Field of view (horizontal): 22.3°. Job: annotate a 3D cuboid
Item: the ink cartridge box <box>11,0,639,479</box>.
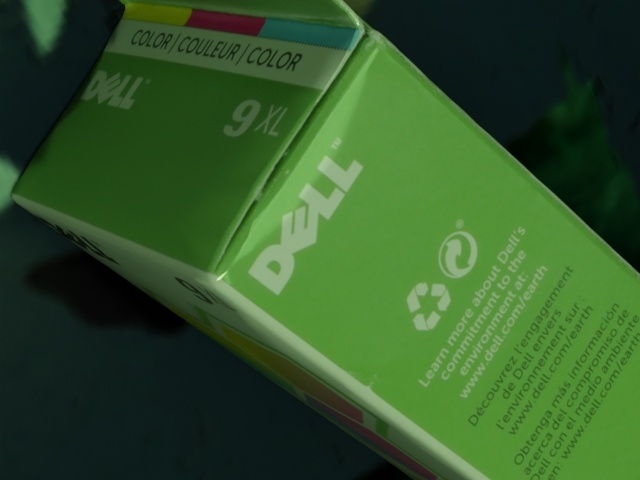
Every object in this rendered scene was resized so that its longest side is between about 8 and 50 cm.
[{"bbox_3d":[0.000,0.000,0.373,0.209,0.109,0.062,39,80,-31],"label":"ink cartridge box"}]
